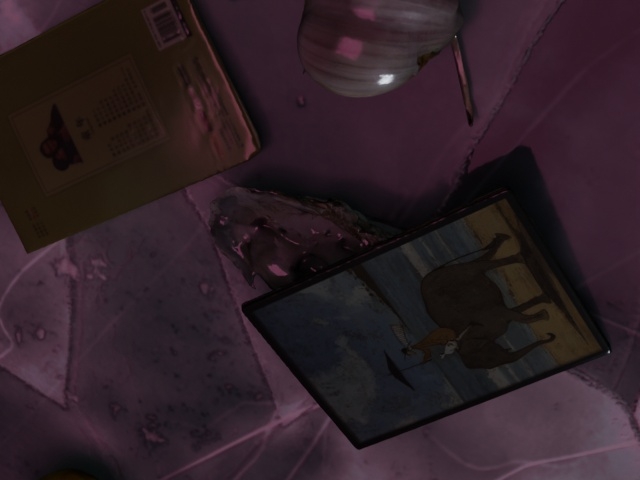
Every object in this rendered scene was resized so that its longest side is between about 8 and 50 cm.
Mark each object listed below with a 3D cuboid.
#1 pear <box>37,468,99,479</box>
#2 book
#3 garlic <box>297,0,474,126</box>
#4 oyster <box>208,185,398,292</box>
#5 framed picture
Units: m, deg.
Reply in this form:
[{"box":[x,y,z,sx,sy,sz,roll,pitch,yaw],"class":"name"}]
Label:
[{"box":[-0.372,0.471,1.493,0.285,0.285,0.336,-3,92,17],"class":"pear"},{"box":[-0.263,-0.150,1.381,0.352,0.035,0.239,-22,99,22],"class":"book"},{"box":[0.060,-0.222,1.223,0.207,0.207,0.256,-16,137,20],"class":"garlic"},{"box":[-0.001,0.001,1.325,0.252,0.087,0.199,-21,105,24],"class":"oyster"},{"box":[0.120,0.102,1.314,0.347,0.016,0.265,-24,121,22],"class":"framed picture"}]
